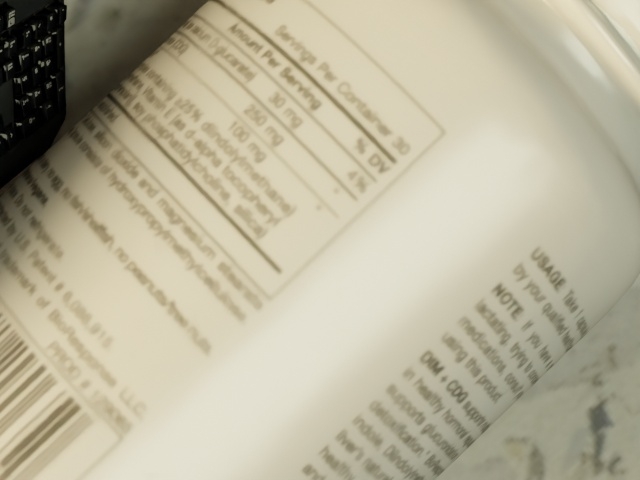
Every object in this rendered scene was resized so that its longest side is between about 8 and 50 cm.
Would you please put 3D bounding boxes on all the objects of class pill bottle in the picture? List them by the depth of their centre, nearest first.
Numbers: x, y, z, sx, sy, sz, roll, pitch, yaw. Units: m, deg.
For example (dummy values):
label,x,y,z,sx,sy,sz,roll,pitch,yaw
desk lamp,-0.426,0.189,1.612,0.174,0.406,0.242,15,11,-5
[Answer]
label,x,y,z,sx,sy,sz,roll,pitch,yaw
pill bottle,0.000,0.000,0.523,0.283,0.160,0.160,-43,123,-2

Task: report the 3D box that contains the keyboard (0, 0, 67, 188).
label,x,y,z,sx,sy,sz,roll,pitch,yaw
keyboard,-0.110,-0.036,0.455,0.038,0.192,0.100,7,118,17
